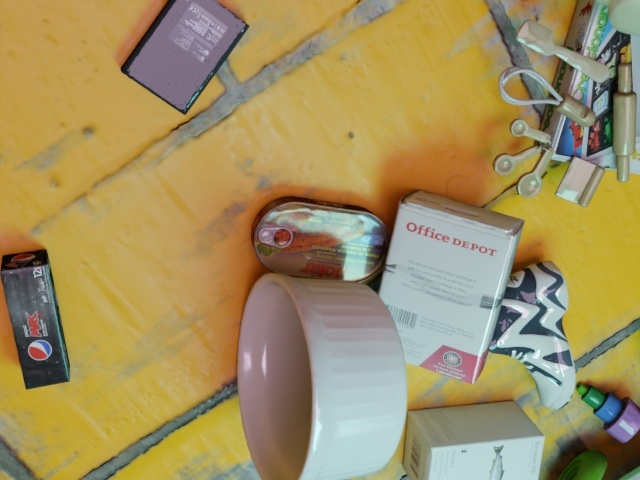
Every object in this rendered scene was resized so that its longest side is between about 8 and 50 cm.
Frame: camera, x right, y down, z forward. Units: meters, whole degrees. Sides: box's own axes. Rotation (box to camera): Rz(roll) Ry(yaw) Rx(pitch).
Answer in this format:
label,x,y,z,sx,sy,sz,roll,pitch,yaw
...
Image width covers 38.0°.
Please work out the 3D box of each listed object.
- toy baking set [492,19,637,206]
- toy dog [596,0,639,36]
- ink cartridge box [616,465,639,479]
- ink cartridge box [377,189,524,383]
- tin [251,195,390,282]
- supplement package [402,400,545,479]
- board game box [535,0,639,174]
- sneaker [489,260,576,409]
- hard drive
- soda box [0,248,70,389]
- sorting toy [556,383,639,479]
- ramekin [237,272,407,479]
label,x,y,z,sx,sy,sz,roll,pitch,yaw
toy baking set,0.323,-0.160,1.213,0.197,0.030,0.256,-6,112,-10
toy dog,0.530,-0.393,1.092,0.395,0.284,0.408,26,86,20
ink cartridge box,0.558,0.447,1.471,0.211,0.121,0.289,-32,141,-1
ink cartridge box,0.166,0.058,1.244,0.159,0.092,0.217,17,111,16
tin,0.000,0.000,1.242,0.190,0.040,0.106,8,104,-18
supplement package,0.227,0.317,1.392,0.179,0.105,0.105,-3,111,-15
board game box,0.424,-0.246,1.252,0.193,0.053,0.305,8,109,-17
sneaker,0.281,0.152,1.352,0.153,0.094,0.235,-12,119,-5
hard drive,-0.162,-0.230,1.112,0.094,0.022,0.135,34,99,-24
soda box,-0.358,0.100,1.171,0.060,0.053,0.168,-9,112,-12
sorting toy,0.351,0.375,1.472,0.126,0.127,0.365,36,96,5
ramekin,-0.002,0.178,1.188,0.135,0.277,0.277,0,111,-24
